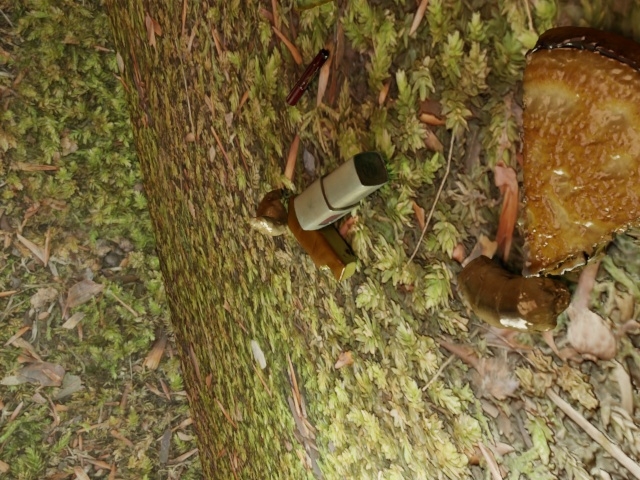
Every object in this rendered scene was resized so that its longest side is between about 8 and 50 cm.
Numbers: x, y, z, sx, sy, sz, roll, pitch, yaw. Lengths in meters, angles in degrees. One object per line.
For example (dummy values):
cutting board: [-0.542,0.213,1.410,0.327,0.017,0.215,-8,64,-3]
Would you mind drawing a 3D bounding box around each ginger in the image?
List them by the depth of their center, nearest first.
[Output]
ginger: [0.248,0.073,0.853,0.190,0.068,0.095,11,91,62]
ginger: [-0.110,-0.058,1.387,0.089,0.075,0.288,-54,11,13]

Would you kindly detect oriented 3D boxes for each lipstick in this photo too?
lipstick: [0.035,-0.090,1.177,0.253,0.078,0.077,-33,72,61]
lipstick: [-0.025,-0.315,1.241,0.176,0.027,0.027,-40,67,60]

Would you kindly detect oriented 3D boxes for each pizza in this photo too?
pizza: [0.310,-0.068,0.656,0.251,0.074,0.288,30,130,56]

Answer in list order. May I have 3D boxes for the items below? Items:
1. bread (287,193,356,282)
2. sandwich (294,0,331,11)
bread: [0.000,0.000,1.322,0.226,0.049,0.088,55,146,35]
sandwich: [0.034,-0.401,0.841,0.128,0.235,0.122,43,152,25]
